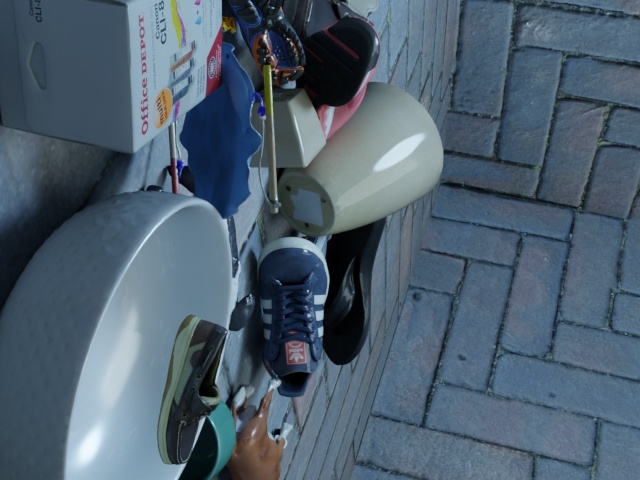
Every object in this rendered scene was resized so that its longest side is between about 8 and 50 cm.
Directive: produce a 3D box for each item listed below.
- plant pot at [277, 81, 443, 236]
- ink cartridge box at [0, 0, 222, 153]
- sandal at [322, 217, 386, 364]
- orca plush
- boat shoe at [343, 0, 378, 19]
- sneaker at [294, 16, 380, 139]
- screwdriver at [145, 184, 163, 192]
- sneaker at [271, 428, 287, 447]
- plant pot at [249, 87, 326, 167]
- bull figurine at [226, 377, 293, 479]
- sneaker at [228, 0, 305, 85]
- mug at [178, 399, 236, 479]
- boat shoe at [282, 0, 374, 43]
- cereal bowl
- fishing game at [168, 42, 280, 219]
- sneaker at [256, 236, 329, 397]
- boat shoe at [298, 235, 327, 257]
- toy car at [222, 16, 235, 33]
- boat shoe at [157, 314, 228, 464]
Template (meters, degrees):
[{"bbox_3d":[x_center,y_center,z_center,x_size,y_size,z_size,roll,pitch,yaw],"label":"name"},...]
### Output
[{"bbox_3d":[0.050,-0.123,1.513,0.274,0.257,0.256,-41,144,-43],"label":"plant pot"},{"bbox_3d":[-0.176,-0.172,0.707,0.176,0.128,0.128,-57,156,-55],"label":"ink cartridge box"},{"bbox_3d":[0.036,0.073,1.829,0.107,0.168,0.445,-9,116,-37],"label":"sandal"},{"bbox_3d":[-0.176,0.038,1.069,0.151,0.102,0.287,-15,115,-24],"label":"orca plush"},{"bbox_3d":[0.061,-0.455,1.638,0.065,0.075,0.206,-34,-155,37],"label":"boat shoe"},{"bbox_3d":[0.025,-0.260,1.297,0.136,0.116,0.314,-43,176,-31],"label":"sneaker"},{"bbox_3d":[-0.211,0.015,0.979,0.025,0.024,0.169,0,111,-46],"label":"screwdriver"},{"bbox_3d":[-0.104,0.446,1.775,0.109,0.040,0.043,-58,140,-64],"label":"sneaker"},{"bbox_3d":[-0.062,-0.175,1.249,0.109,0.109,0.096,-56,144,-57],"label":"plant pot"},{"bbox_3d":[-0.120,0.387,1.508,0.310,0.101,0.188,89,15,-52],"label":"bull figurine"},{"bbox_3d":[-0.088,-0.312,1.085,0.087,0.083,0.221,52,-19,49],"label":"sneaker"},{"bbox_3d":[-0.190,0.260,1.084,0.097,0.158,0.129,-11,88,-76],"label":"mug"},{"bbox_3d":[0.027,-0.351,1.383,0.355,0.130,0.132,-16,117,-75],"label":"boat shoe"},{"bbox_3d":[-0.210,0.110,0.791,0.339,0.141,0.338,12,90,-76],"label":"cereal bowl"},{"bbox_3d":[-0.102,-0.117,0.859,0.041,0.264,0.189,-7,96,-30],"label":"fishing game"},{"bbox_3d":[-0.046,0.150,1.470,0.350,0.131,0.148,88,-1,-46],"label":"sneaker"},{"bbox_3d":[-0.034,0.015,1.583,0.183,0.083,0.065,-68,165,-65],"label":"boat shoe"},{"bbox_3d":[-0.139,-0.225,1.056,0.041,0.060,0.121,5,78,-34],"label":"toy car"},{"bbox_3d":[-0.120,0.148,0.785,0.056,0.049,0.152,-40,141,-70],"label":"boat shoe"}]
